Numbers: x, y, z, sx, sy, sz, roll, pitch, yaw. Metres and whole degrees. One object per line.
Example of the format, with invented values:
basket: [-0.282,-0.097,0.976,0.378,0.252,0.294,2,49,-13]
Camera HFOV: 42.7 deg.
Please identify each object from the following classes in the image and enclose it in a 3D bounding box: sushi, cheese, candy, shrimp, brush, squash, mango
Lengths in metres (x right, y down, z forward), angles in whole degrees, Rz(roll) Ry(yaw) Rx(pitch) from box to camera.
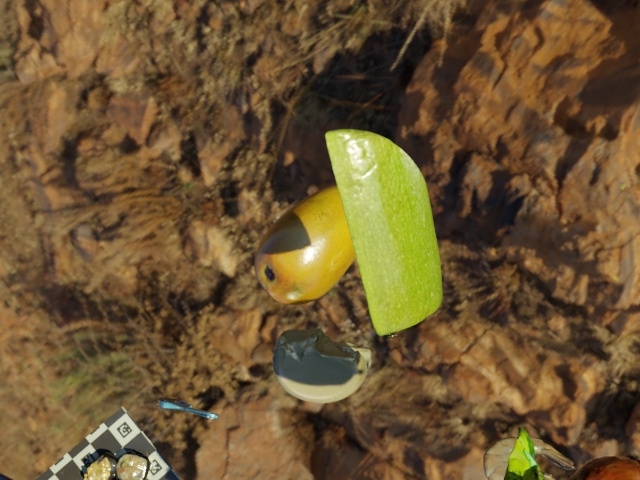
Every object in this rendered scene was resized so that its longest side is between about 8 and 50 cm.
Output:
sushi: [-0.529,0.671,2.083,0.359,0.343,0.064,50,-177,5]
cheese: [0.009,0.263,1.731,0.202,0.091,0.176,-2,121,13]
candy: [0.328,0.420,1.303,0.069,0.246,0.149,-5,106,5]
shrimp: [0.475,0.496,1.755,0.254,0.145,0.059,9,139,9]
brush: [-0.207,0.265,1.288,0.164,0.051,0.014,-2,78,53]
squash: [0.096,-0.035,1.112,0.111,0.203,0.289,-12,106,10]
mango: [0.000,0.000,1.714,0.173,0.317,0.211,38,157,26]

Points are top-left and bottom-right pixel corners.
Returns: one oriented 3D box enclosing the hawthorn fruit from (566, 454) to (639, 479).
hawthorn fruit: [0.344,0.344,0.901,0.202,0.185,0.185,32,151,-20]

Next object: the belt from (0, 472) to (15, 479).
belt: [-0.793,0.674,1.798,0.212,0.347,0.117,8,150,42]
